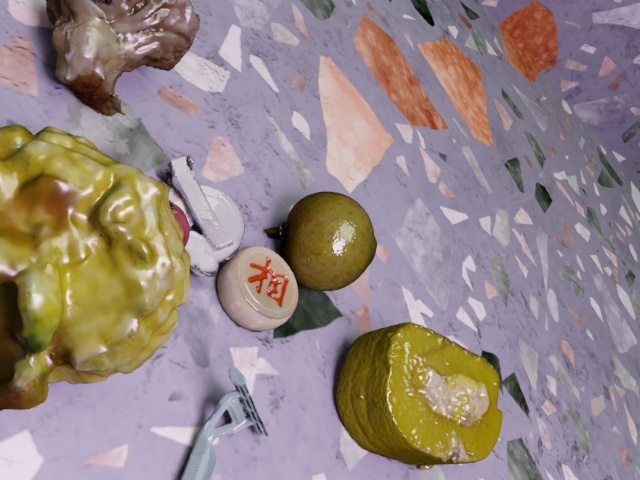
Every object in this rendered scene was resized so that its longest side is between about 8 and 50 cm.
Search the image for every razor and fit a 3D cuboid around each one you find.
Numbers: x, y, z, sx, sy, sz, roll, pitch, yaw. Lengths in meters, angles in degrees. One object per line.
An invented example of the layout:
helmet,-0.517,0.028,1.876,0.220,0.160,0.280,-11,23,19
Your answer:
razor,-0.141,0.283,0.733,0.278,0.056,0.111,-63,150,-42

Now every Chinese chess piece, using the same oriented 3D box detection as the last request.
Chinese chess piece,-0.087,0.068,0.933,0.122,0.051,0.122,27,48,-34

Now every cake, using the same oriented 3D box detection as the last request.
cake,0.155,0.244,0.999,0.260,0.156,0.179,29,62,-25

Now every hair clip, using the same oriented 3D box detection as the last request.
hair clip,-0.162,-0.034,0.907,0.116,0.049,0.172,-27,81,-34

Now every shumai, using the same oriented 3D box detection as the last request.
shumai,-0.273,-0.265,0.878,0.205,0.166,0.176,13,62,-13

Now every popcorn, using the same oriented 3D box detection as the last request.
popcorn,-0.261,0.022,0.642,0.257,0.224,0.271,-3,75,-31

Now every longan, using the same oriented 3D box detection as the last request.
longan,0.000,0.000,1.019,0.155,0.176,0.145,-81,173,-67

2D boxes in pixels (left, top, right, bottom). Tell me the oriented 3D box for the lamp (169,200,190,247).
lamp,-0.215,-0.016,0.814,0.107,0.093,0.107,17,21,-7
